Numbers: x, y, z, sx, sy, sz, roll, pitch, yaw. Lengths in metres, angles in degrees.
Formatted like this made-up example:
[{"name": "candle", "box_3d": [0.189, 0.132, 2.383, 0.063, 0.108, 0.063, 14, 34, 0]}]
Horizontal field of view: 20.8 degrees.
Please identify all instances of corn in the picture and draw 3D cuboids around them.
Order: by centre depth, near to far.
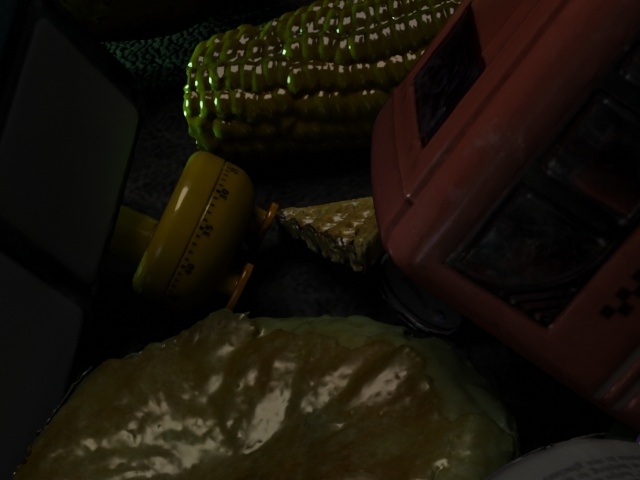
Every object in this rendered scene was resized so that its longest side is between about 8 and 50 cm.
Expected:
[{"name": "corn", "box_3d": [0.074, -0.132, 1.200, 0.363, 0.120, 0.120, -14, 36, 17]}]

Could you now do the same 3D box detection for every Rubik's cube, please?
[{"name": "Rubik's cube", "box_3d": [-0.329, -0.021, 1.020, 0.316, 0.318, 0.313, 0, 66, 27]}]

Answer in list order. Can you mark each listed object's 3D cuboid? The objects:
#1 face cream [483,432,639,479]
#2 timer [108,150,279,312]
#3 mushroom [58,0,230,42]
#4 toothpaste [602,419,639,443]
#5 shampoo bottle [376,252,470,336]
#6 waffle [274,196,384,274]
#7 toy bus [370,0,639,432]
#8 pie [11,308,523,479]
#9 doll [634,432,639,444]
[{"name": "face cream", "box_3d": [0.128, 0.188, 0.704, 0.177, 0.177, 0.153, -30, 36, -11]}, {"name": "timer", "box_3d": [-0.093, -0.009, 1.129, 0.109, 0.107, 0.107, 25, 44, -5]}, {"name": "mushroom", "box_3d": [-0.209, -0.255, 1.388, 0.345, 0.239, 0.345, -17, 24, 8]}, {"name": "toothpaste", "box_3d": [0.133, 0.144, 0.881, 0.062, 0.037, 0.216, 15, 45, 42]}, {"name": "shampoo bottle", "box_3d": [0.125, -0.032, 1.085, 0.072, 0.072, 0.214, 17, 51, 41]}, {"name": "waffle", "box_3d": [0.000, 0.000, 1.096, 0.097, 0.023, 0.153, -9, 13, 16]}, {"name": "toy bus", "box_3d": [0.218, -0.129, 0.877, 0.427, 0.233, 0.203, -52, 18, 24]}, {"name": "pie", "box_3d": [-0.046, 0.145, 0.937, 0.306, 0.071, 0.306, -12, 38, 9]}, {"name": "doll", "box_3d": [0.168, 0.121, 0.819, 0.190, 0.115, 0.050, 2, 50, -24]}]
